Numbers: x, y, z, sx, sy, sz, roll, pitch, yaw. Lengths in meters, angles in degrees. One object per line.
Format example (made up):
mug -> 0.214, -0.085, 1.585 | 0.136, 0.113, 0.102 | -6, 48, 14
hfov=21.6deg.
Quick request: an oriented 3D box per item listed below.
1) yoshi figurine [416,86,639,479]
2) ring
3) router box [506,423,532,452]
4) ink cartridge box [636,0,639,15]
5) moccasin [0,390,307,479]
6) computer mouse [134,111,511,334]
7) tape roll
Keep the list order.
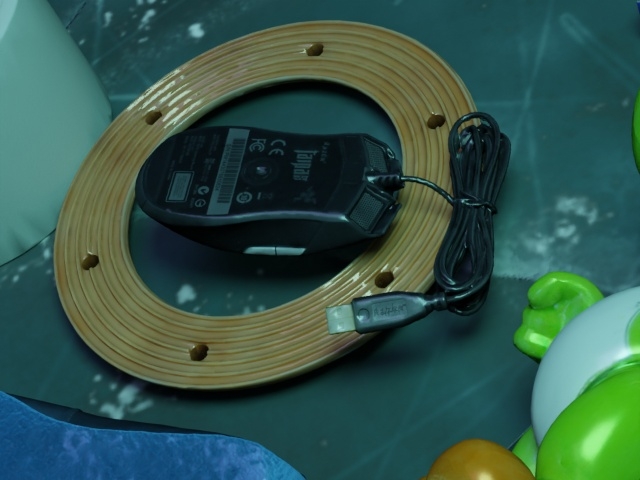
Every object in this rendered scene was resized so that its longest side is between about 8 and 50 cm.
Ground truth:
yoshi figurine -> 0.175, 0.023, 0.887 | 0.362, 0.203, 0.203 | -44, 41, -16
ring -> -0.040, -0.029, 1.239 | 0.336, 0.032, 0.337 | -13, 50, 16
router box -> 0.243, 0.151, 0.933 | 0.309, 0.081, 0.243 | -42, 49, -10
ink cartridge box -> 0.316, -0.227, 1.221 | 0.097, 0.046, 0.207 | 16, 62, 32
moccasin -> -0.158, 0.178, 1.079 | 0.342, 0.117, 0.138 | 9, 71, 24
computer mouse -> 0.000, 0.000, 1.141 | 0.262, 0.060, 0.184 | -3, 49, 8
tape roll -> -0.309, -0.112, 1.334 | 0.246, 0.169, 0.246 | -12, 51, 15
